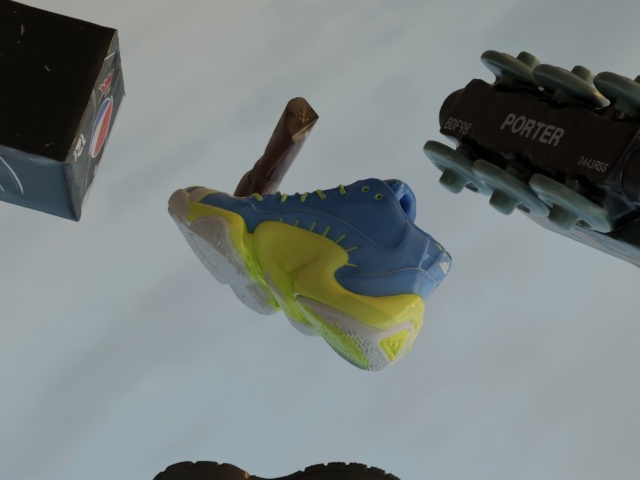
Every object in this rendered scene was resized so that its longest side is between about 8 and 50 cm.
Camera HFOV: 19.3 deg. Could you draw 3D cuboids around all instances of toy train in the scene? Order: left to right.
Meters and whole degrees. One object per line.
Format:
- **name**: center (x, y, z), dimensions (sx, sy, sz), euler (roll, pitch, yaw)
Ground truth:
- **toy train**: center (0.226, -0.056, 1.583), dimensions (0.142, 0.190, 0.334), euler (-57, -152, -4)

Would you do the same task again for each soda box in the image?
- **soda box**: center (-0.159, -0.062, 0.677), dimensions (0.053, 0.169, 0.060), euler (94, 12, -67)

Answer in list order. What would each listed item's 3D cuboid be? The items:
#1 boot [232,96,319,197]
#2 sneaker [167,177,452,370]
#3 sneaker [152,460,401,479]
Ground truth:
- **boot**: center (-0.040, -0.050, 1.488), dimensions (0.114, 0.037, 0.106), euler (-52, -160, 37)
- **sneaker**: center (0.000, 0.000, 1.367), dimensions (0.240, 0.091, 0.126), euler (34, -109, 35)
- **sneaker**: center (-0.034, 0.300, 1.928), dimensions (0.286, 0.109, 0.130), euler (-2, -122, 4)
